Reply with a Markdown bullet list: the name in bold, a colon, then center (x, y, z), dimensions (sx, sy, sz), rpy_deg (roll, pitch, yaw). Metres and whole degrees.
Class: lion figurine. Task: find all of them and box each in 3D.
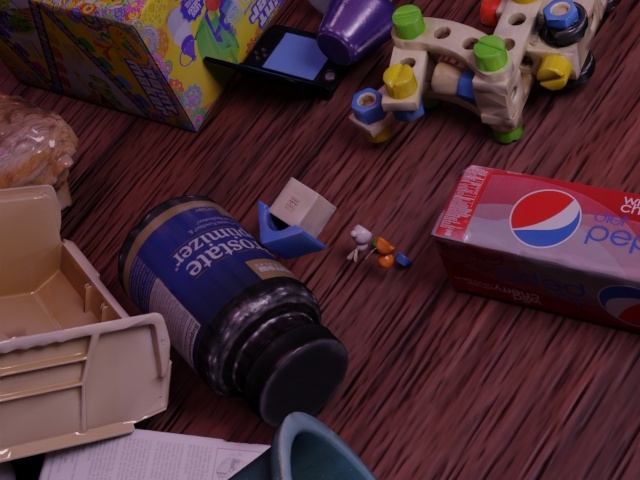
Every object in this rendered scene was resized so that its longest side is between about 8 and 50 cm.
- **lion figurine**: center (-0.425, -0.138, 1.364), dimensions (0.240, 0.142, 0.392), rpy_deg (-42, 58, 7)

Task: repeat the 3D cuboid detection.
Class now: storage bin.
- **storage bin**: center (-0.297, 0.068, 1.094), dimensions (0.260, 0.123, 0.262), rpy_deg (-9, 31, -31)

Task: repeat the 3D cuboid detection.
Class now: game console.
- **game console**: center (-0.038, -0.196, 1.308), dimensions (0.122, 0.071, 0.107), rpy_deg (20, 65, 31)

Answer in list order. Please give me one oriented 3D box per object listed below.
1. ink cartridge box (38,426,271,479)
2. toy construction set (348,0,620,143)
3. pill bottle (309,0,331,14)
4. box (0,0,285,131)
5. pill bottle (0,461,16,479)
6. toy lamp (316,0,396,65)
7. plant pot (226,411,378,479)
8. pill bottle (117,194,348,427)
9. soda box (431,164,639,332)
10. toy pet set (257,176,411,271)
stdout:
- **ink cartridge box**: center (-0.132, 0.257, 1.048), dimensions (0.232, 0.066, 0.189), rpy_deg (7, 57, 1)
- **toy construction set**: center (0.169, -0.235, 1.218), dimensions (0.215, 0.151, 0.328), rpy_deg (9, 71, 27)
- **pill bottle**: center (0.035, -0.300, 1.357), dimensions (0.065, 0.065, 0.116), rpy_deg (22, 67, 32)
- **box**: center (-0.199, -0.310, 1.386), dimensions (0.279, 0.177, 0.290), rpy_deg (18, 64, 29)
- **pill bottle**: center (-0.345, 0.200, 1.106), dimensions (0.121, 0.121, 0.216), rpy_deg (-40, 49, -9)
- **toy lamp**: center (0.090, -0.290, 1.312), dimensions (0.080, 0.080, 0.275), rpy_deg (21, 59, 32)
- **plant pot**: center (-0.070, 0.342, 0.793), dimensions (0.334, 0.341, 0.341), rpy_deg (-32, 51, 7)
- **pill bottle**: center (-0.077, 0.063, 1.106), dimensions (0.123, 0.123, 0.219), rpy_deg (-41, 52, -10)
- **soda box**: center (0.233, 0.013, 1.039), dimensions (0.263, 0.092, 0.083), rpy_deg (14, 63, 28)
- **toy pet set**: center (0.000, 0.000, 1.139), dimensions (0.122, 0.114, 0.065), rpy_deg (33, 89, 38)
